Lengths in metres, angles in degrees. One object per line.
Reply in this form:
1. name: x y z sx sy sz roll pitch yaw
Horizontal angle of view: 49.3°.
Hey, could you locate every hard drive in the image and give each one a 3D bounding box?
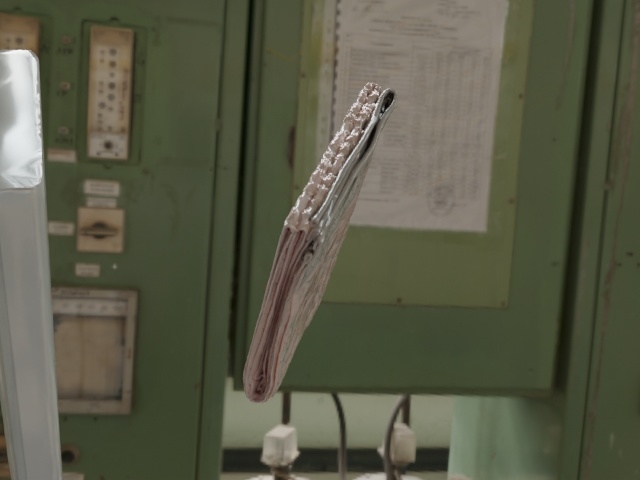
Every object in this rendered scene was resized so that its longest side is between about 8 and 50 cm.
1. hard drive: -0.264 0.043 0.623 0.047 0.353 0.233 -3 37 -21

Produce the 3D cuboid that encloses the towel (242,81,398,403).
1. towel: 0.000 0.000 0.898 0.053 0.317 0.332 23 44 5
